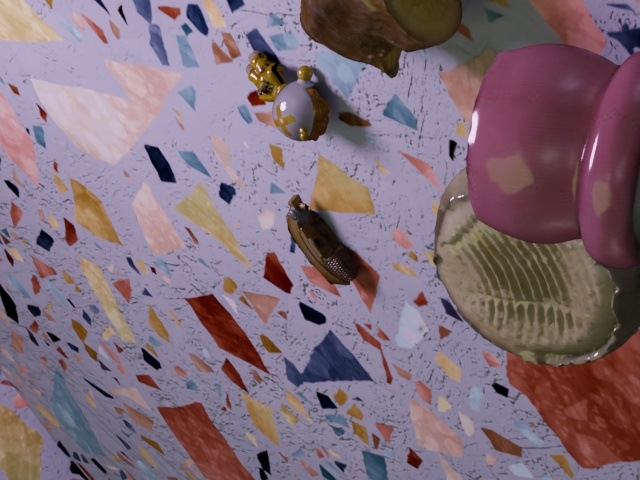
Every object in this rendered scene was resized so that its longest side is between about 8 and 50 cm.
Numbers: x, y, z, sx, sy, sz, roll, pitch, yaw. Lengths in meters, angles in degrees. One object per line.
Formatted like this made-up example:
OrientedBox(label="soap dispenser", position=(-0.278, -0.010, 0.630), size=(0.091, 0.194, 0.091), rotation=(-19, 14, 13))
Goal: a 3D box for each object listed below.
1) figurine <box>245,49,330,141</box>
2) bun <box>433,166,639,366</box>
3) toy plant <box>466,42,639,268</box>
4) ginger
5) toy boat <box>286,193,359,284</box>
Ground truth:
OrientedBox(label="figurine", position=(-0.043, -0.186, 2.063), size=(0.101, 0.068, 0.143), rotation=(-38, 76, 55))
OrientedBox(label="bun", position=(0.256, 0.012, 1.787), size=(0.259, 0.152, 0.259), rotation=(22, 137, 23))
OrientedBox(label="toy plant", position=(0.319, -0.089, 1.524), size=(0.356, 0.211, 0.317), rotation=(16, 138, 27))
OrientedBox(label="ginger", position=(0.031, -0.272, 1.779), size=(0.219, 0.123, 0.270), rotation=(52, 152, -13))
OrientedBox(label="toy boat", position=(0.000, 0.000, 2.250), size=(0.049, 0.047, 0.149), rotation=(-19, 113, 46))
